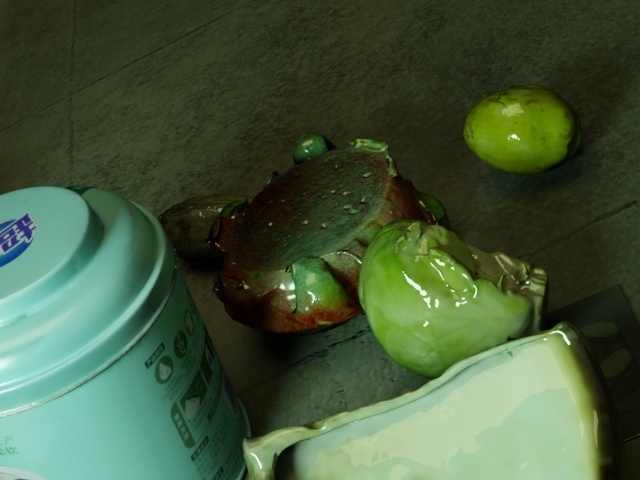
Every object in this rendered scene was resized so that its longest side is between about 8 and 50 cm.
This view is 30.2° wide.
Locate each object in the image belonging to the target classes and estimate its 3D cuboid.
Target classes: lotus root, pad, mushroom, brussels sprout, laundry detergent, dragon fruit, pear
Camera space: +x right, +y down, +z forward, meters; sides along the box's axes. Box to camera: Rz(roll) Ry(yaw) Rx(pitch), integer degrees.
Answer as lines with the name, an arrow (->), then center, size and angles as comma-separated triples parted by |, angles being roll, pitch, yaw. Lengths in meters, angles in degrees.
lotus root -> -0.131, -0.014, 1.470 | 0.179, 0.080, 0.089 | 0, 21, 31
pad -> 0.239, 0.119, 1.074 | 0.127, 0.004, 0.190 | -24, 33, 9
mushroom -> 0.099, 0.219, 0.951 | 0.292, 0.212, 0.217 | -18, 77, -3
brussels sprout -> 0.121, 0.058, 1.127 | 0.183, 0.145, 0.131 | 28, 29, 11
laundry detergent -> -0.244, 0.121, 1.131 | 0.287, 0.305, 0.287 | -13, 36, 9
dragon fruit -> 0.000, 0.000, 1.303 | 0.268, 0.130, 0.295 | -15, 36, 22
pear -> 0.225, -0.124, 1.321 | 0.131, 0.107, 0.107 | 14, 52, 36
